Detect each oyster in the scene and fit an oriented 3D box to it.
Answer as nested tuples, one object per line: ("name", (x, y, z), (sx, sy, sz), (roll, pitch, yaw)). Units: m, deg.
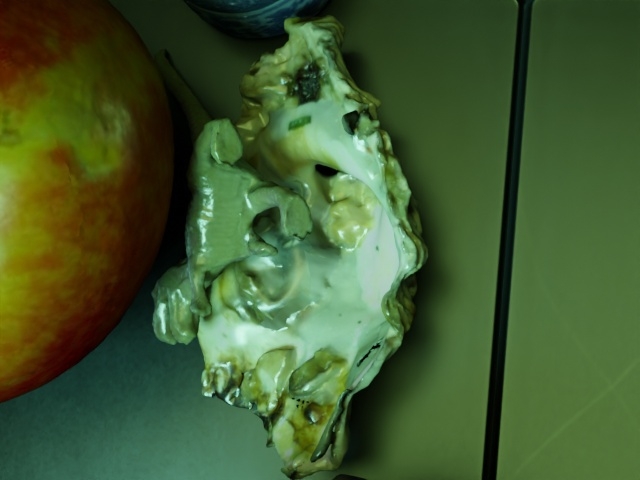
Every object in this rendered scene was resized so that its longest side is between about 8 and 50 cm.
("oyster", (0.004, 0.000, 0.964), (0.201, 0.107, 0.354), (3, 87, 46))

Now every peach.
("peach", (-0.288, -0.058, 0.903), (0.388, 0.388, 0.388), (-2, 80, 13))

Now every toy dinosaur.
("toy dinosaur", (-0.091, -0.050, 0.955), (0.072, 0.200, 0.251), (-7, 85, -31))

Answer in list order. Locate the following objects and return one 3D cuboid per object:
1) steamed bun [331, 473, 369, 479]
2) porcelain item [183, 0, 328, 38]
("steamed bun", (0.002, 0.271, 0.778), (0.339, 0.352, 0.247), (-10, 75, 33))
("porcelain item", (-0.061, -0.246, 1.007), (0.147, 0.114, 0.147), (-2, 80, 14))
